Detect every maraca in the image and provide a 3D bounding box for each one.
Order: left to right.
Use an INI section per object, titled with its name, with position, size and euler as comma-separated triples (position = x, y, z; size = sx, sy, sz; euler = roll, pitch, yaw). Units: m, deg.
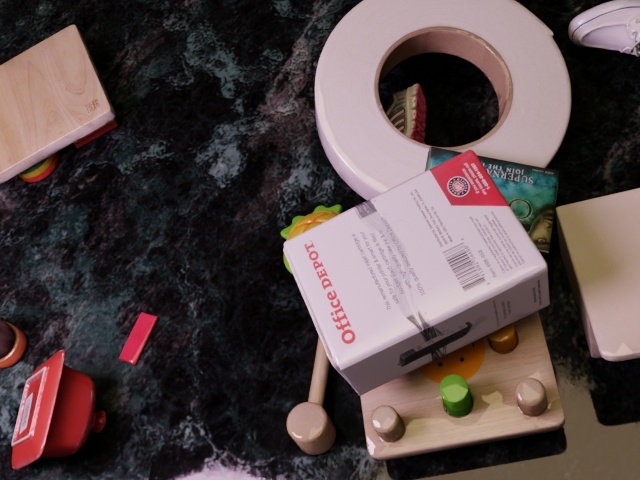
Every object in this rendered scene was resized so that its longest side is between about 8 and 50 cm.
[maraca]
position = 0.000, 0.000, 1.259
size = 0.127, 0.099, 0.185
euler = -22, 32, -1

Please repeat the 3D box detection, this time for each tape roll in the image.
[tape roll]
position = 0.184, -0.218, 1.262
size = 0.392, 0.072, 0.391
euler = 0, 73, 1

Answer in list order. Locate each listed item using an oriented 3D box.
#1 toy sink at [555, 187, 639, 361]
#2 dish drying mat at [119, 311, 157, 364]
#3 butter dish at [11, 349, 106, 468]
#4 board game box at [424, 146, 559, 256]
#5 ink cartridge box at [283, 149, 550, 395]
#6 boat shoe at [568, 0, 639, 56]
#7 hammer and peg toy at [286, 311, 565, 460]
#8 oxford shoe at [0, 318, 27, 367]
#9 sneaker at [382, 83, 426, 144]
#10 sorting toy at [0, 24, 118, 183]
[toy sink]
position = 0.409, 0.065, 1.064
size = 0.153, 0.131, 0.234
euler = -14, 52, 10
[dish drying mat]
position = -0.290, 0.156, 1.315
size = 0.032, 0.008, 0.083
euler = 13, 66, 23
[butter dish]
position = -0.378, 0.260, 1.229
size = 0.160, 0.118, 0.160
euler = -31, 48, 50
[board game box]
position = 0.234, -0.055, 1.161
size = 0.186, 0.026, 0.126
euler = 10, 74, 3
[ink cartridge box]
position = 0.117, 0.041, 1.036
size = 0.273, 0.114, 0.197
euler = -26, 57, 1
[boat shoe]
position = 0.504, -0.325, 1.279
size = 0.226, 0.083, 0.075
euler = -7, 60, 13
[hammer and peg toy]
position = 0.119, 0.154, 1.114
size = 0.362, 0.127, 0.265
euler = -12, 59, 11
[oxford shoe]
position = -0.620, 0.133, 1.379
size = 0.272, 0.098, 0.096
euler = 10, 66, 22
[sneaker]
position = 0.125, -0.172, 1.332
size = 0.075, 0.063, 0.170
euler = -5, 66, 28
[sorting toy]
position = -0.520, -0.241, 1.559
size = 0.256, 0.089, 0.257
euler = -30, 58, 1
